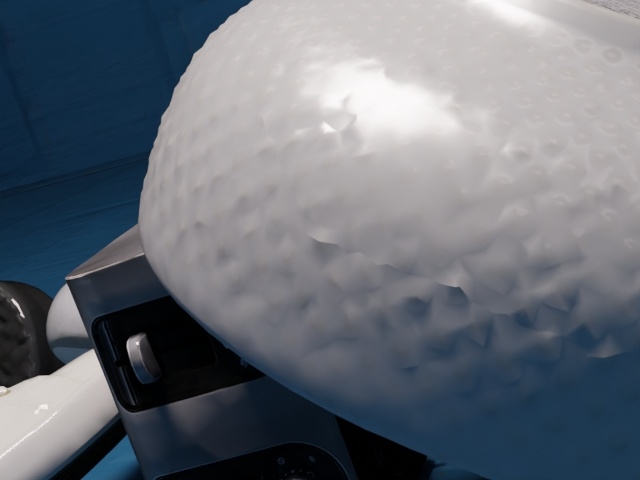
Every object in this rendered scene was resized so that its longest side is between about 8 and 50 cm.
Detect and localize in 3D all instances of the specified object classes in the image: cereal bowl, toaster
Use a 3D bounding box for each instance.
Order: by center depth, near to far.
[{"bbox_3d":[0.107,-0.029,0.708,0.339,0.141,0.339,15,18,-5],"label":"cereal bowl"},{"bbox_3d":[-0.025,0.057,0.859,0.110,0.168,0.185,-17,10,14],"label":"toaster"}]

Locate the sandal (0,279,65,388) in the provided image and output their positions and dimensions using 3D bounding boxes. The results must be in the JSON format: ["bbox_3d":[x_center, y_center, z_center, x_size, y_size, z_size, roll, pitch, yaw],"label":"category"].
[{"bbox_3d":[-0.334,0.116,1.282,0.446,0.167,0.107,-3,-10,33],"label":"sandal"}]

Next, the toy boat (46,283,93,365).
[{"bbox_3d":[0.000,0.000,1.062,0.318,0.148,0.267,-34,52,0],"label":"toy boat"}]

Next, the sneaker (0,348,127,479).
[{"bbox_3d":[-0.210,0.108,0.859,0.290,0.123,0.106,-33,-10,-22],"label":"sneaker"}]
